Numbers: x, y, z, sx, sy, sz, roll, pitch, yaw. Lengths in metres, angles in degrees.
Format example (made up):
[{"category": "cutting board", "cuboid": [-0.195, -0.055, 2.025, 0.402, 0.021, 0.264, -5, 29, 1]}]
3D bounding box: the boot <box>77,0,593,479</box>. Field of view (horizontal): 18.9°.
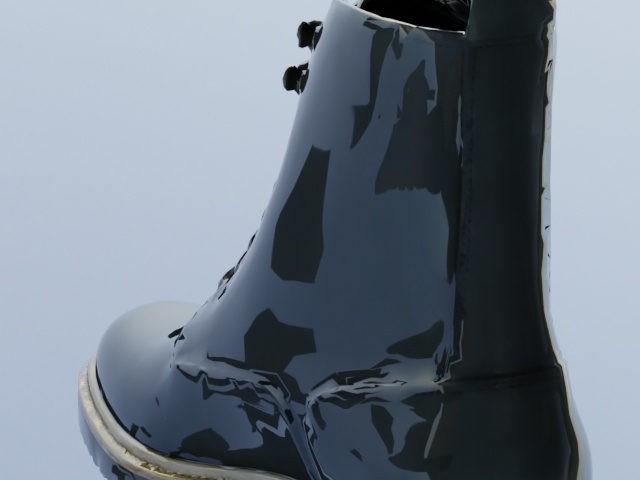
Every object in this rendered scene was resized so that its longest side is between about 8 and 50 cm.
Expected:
[{"category": "boot", "cuboid": [0.000, 0.000, 0.452, 0.077, 0.198, 0.137, -11, -76, -33]}]
